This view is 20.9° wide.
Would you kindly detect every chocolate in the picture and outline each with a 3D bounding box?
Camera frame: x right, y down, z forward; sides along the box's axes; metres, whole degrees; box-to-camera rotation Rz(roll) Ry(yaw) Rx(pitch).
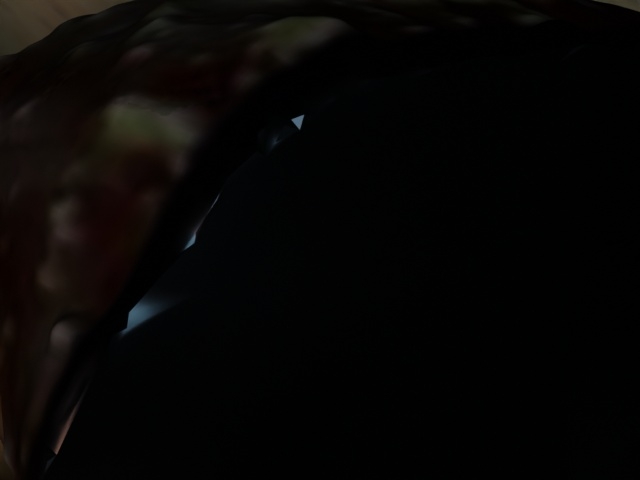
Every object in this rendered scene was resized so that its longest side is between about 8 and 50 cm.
[{"bbox_3d":[0.000,0.000,0.667,0.340,0.210,0.225,-12,117,-33],"label":"chocolate"}]
